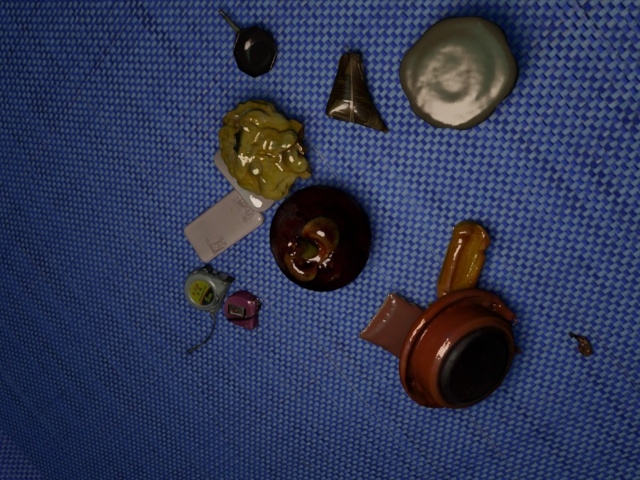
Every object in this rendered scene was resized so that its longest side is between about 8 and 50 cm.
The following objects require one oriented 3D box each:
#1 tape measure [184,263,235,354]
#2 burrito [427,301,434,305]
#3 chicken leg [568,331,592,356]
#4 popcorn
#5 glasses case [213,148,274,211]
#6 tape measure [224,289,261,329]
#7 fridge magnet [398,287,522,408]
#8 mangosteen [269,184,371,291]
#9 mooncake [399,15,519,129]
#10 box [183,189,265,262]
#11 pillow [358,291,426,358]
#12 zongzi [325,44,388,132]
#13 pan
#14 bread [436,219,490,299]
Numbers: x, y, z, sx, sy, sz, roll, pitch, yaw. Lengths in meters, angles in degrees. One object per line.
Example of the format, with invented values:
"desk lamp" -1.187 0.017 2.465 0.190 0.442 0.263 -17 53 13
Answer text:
"tape measure" -0.418 0.236 1.501 0.164 0.084 0.330 32 111 9
"burrito" 0.313 0.312 1.265 0.054 0.104 0.288 25 125 41
"chicken leg" 0.718 0.283 1.188 0.036 0.021 0.083 -32 93 32
"popcorn" -0.152 -0.253 1.215 0.252 0.215 0.286 -20 102 -11
"glasses case" -0.231 -0.189 1.324 0.092 0.059 0.233 -39 90 -9
"tape measure" -0.259 0.231 1.456 0.125 0.074 0.118 9 107 13
"fridge magnet" 0.374 0.300 1.161 0.363 0.155 0.364 -8 112 -21
"mangosteen" 0.005 -0.006 1.191 0.297 0.293 0.297 3 80 -17
"mooncake" 0.335 -0.402 1.057 0.274 0.135 0.275 6 108 19
"box" -0.319 -0.049 1.413 0.285 0.044 0.142 -32 92 23
"pillow" 0.226 0.254 1.299 0.171 0.075 0.179 29 104 -14
"zongzi" 0.121 -0.401 1.160 0.184 0.084 0.187 16 106 -2
"pan" -0.191 -0.566 1.221 0.128 0.048 0.202 -14 102 19
"bread" 0.390 0.068 1.195 0.102 0.094 0.246 15 109 7
